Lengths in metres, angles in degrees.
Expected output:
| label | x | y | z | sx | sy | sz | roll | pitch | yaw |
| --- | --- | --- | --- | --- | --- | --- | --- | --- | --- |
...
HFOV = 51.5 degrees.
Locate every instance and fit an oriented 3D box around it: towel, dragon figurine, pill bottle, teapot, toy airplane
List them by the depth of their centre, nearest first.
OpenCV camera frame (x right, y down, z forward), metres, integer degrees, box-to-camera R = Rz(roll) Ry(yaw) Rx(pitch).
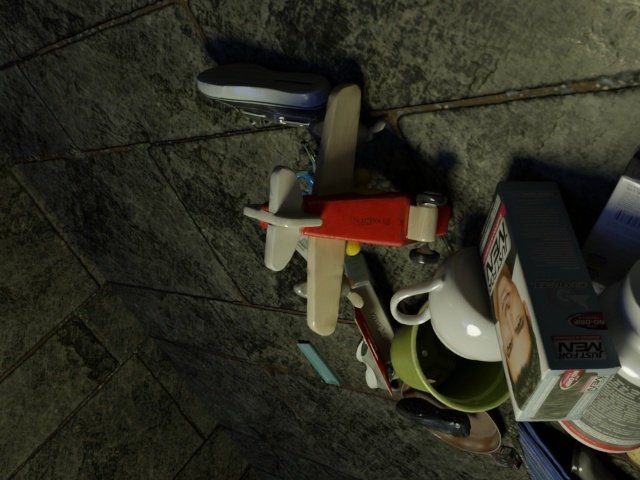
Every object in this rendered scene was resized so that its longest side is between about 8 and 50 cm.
| label | x | y | z | sx | sy | sz | roll | pitch | yaw |
| --- | --- | --- | --- | --- | --- | --- | --- | --- | --- |
| pill bottle | 0.533 | 0.193 | 1.112 | 0.210 | 0.210 | 0.363 | 29 | 146 | 19 |
| toy airplane | 0.030 | -0.054 | 1.323 | 0.384 | 0.386 | 0.272 | 49 | 175 | -22 |
| teapot | 0.311 | 0.149 | 1.342 | 0.256 | 0.252 | 0.187 | 48 | 135 | 17 |
| dragon figurine | 0.018 | -0.119 | 1.514 | 0.144 | 0.085 | 0.289 | 29 | 146 | 20 |
| towel | 0.608 | 0.639 | 1.722 | 0.243 | 0.040 | 0.336 | -120 | 5 | -55 |

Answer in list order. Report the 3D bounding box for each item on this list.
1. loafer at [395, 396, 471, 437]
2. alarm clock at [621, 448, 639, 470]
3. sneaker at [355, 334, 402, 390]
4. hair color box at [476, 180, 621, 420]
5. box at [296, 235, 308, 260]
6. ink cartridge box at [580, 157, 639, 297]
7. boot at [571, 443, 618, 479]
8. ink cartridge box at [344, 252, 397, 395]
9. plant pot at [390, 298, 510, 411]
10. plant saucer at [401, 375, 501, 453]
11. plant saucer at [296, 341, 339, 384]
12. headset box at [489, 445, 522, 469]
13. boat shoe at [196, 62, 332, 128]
| label | x | y | z | sx | sy | sz | roll | pitch | yaw |
| --- | --- | --- | --- | --- | --- | --- | --- | --- | --- |
| loafer | 0.313 | 0.499 | 1.854 | 0.223 | 0.076 | 0.078 | 9 | 128 | 36 |
| alarm clock | 0.751 | 0.474 | 1.461 | 0.192 | 0.064 | 0.129 | 41 | 148 | 5 |
| sneaker | 0.174 | 0.338 | 1.891 | 0.108 | 0.100 | 0.271 | 13 | 144 | 31 |
| hair color box | 0.370 | 0.096 | 1.134 | 0.113 | 0.374 | 0.185 | -1 | 141 | -3 |
| box | 0.000 | 0.000 | 1.672 | 0.102 | 0.087 | 0.101 | 46 | 148 | -9 |
| ink cartridge box | 0.553 | 0.018 | 1.129 | 0.185 | 0.065 | 0.311 | 27 | 143 | 19 |
| boot | 0.759 | 0.615 | 1.603 | 0.222 | 0.118 | 0.338 | -9 | 129 | 43 |
| ink cartridge box | 0.141 | 0.206 | 1.650 | 0.060 | 0.239 | 0.275 | -21 | 122 | 7 |
| plant pot | 0.288 | 0.253 | 1.539 | 0.276 | 0.276 | 0.254 | 44 | 160 | -3 |
| plant saucer | 0.376 | 0.485 | 1.887 | 0.310 | 0.050 | 0.311 | 28 | 146 | 22 |
| plant saucer | -0.005 | 0.412 | 2.234 | 0.067 | 0.018 | 0.192 | -9 | 122 | 51 |
| headset box | 0.527 | 0.621 | 1.903 | 0.083 | 0.032 | 0.062 | -11 | 121 | 50 |
| boat shoe | -0.125 | -0.297 | 1.418 | 0.335 | 0.121 | 0.119 | 18 | 136 | 30 |
